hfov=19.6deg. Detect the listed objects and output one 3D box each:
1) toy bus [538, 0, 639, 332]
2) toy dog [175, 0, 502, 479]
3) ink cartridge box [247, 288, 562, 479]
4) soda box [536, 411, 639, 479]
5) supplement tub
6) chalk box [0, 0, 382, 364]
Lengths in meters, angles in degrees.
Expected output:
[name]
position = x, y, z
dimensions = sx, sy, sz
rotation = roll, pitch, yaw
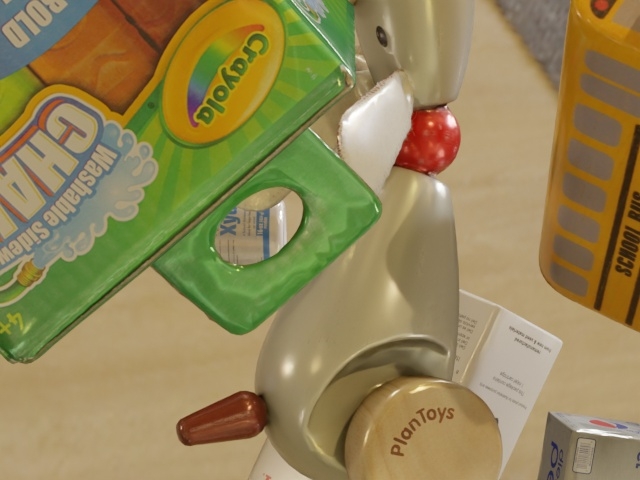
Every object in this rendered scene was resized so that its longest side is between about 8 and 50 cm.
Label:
[toy bus]
position = 0.196, -0.070, 0.952
dimensions = 0.130, 0.333, 0.108
rotation = 27, 65, 17
[toy dog]
position = 0.000, 0.000, 1.029
dimensions = 0.161, 0.220, 0.334
rotation = 2, 71, -23
[ink cartridge box]
position = 0.076, 0.181, 1.844
dimensions = 0.211, 0.121, 0.289
rotation = 23, 86, 44
[soda box]
position = 0.233, 0.304, 1.656
dimensions = 0.091, 0.098, 0.286
rotation = 8, 95, -7
[supplement tub]
position = -0.084, -0.002, 1.619
dimensions = 0.107, 0.071, 0.071
rotation = -1, 63, 1
[chalk box]
position = -0.100, -0.082, 0.753
dimensions = 0.180, 0.179, 0.289
rotation = -42, 100, 11
